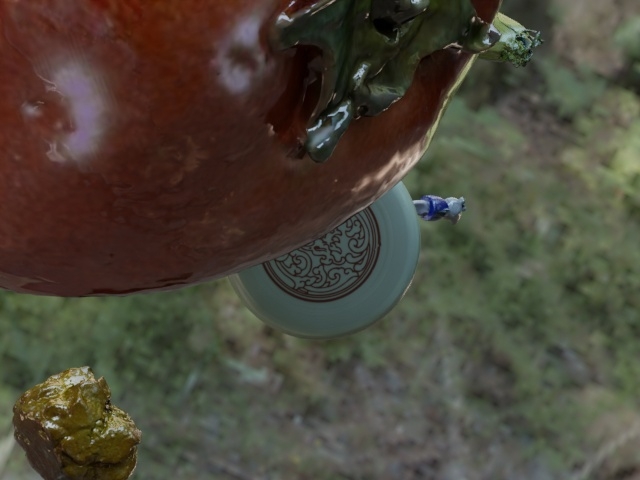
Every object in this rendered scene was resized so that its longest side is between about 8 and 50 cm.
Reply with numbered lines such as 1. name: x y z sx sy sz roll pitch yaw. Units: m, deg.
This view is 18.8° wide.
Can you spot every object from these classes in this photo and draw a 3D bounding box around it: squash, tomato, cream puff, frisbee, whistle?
1. squash: 0.129 -0.201 1.780 0.183 0.052 0.052 28 13 36
2. tomato: -0.074 -0.129 0.820 0.290 0.293 0.325 19 41 31
3. cream puff: -0.213 0.167 1.702 0.094 0.116 0.122 -27 56 -27
4. frisbee: 0.000 0.000 1.052 0.110 0.110 0.014 24 5 -2
5. whistle: 0.123 -0.033 2.081 0.083 0.033 0.029 3 24 -37
